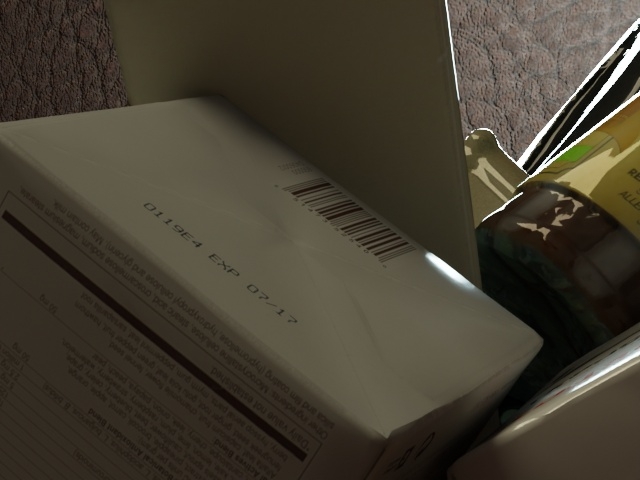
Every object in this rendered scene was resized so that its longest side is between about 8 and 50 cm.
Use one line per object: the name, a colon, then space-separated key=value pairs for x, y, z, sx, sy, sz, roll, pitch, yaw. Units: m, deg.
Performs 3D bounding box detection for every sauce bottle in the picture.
sauce bottle: x=0.217 y=-0.056 z=0.744 sx=0.344 sy=0.111 sz=0.111 roll=-36 pitch=-3 yaw=-21

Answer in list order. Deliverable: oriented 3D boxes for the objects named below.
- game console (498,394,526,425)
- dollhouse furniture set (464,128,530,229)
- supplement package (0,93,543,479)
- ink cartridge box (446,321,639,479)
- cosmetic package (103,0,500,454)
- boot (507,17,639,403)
game console: x=0.069 y=0.112 z=0.873 sx=0.144 sy=0.124 sz=0.085 roll=-45 pitch=-38 yaw=-31
dollhouse furniture set: x=0.010 y=0.075 z=0.943 sx=0.302 sy=0.151 sz=0.197 roll=-18 pitch=34 yaw=-15
supplement package: x=-0.069 y=0.096 z=0.511 sx=0.244 sy=0.139 sz=0.134 roll=-57 pitch=-16 yaw=20
ink cartridge box: x=0.139 y=0.054 z=0.526 sx=0.148 sy=0.086 sz=0.203 roll=-32 pitch=-6 yaw=15
cosmetic package: x=0.000 y=0.000 z=0.671 sx=0.113 sy=0.309 sz=0.160 roll=-12 pitch=31 yaw=0
boot: x=0.111 y=0.025 z=1.174 sx=0.445 sy=0.146 sz=0.367 roll=-53 pitch=15 yaw=-19
